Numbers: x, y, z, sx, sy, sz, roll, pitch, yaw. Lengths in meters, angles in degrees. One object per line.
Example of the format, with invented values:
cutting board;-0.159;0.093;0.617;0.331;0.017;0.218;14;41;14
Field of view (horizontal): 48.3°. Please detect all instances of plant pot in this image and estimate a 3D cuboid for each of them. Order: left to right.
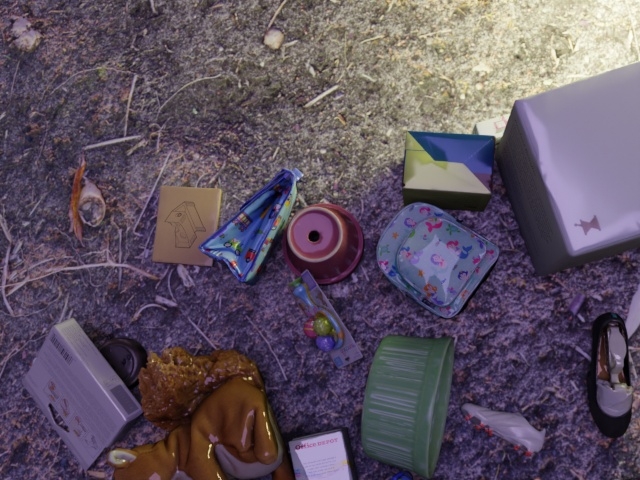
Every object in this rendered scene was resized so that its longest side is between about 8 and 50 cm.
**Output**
plant pot;0.000;0.000;1.693;0.201;0.180;0.201;-1;81;7

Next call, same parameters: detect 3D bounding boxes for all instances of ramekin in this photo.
ramekin;0.192;0.349;1.556;0.148;0.303;0.304;8;82;17

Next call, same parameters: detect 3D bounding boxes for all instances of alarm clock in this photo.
alarm clock;-0.509;0.291;1.783;0.129;0.064;0.192;-28;75;3

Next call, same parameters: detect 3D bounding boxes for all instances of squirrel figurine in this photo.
squirrel figurine;-0.289;0.441;1.619;0.370;0.281;0.397;-19;61;-3

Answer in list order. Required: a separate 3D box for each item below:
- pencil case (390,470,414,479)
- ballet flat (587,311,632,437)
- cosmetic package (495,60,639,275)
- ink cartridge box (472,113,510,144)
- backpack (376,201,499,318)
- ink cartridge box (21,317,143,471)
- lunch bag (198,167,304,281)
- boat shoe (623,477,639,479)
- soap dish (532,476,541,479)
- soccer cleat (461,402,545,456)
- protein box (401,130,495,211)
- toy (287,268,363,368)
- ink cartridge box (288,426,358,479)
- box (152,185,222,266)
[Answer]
pencil case;0.250;0.607;1.480;0.306;0.119;0.133;34;117;26
ballet flat;0.648;0.300;1.594;0.095;0.096;0.281;-2;81;7
cosmetic package;0.593;-0.138;1.520;0.327;0.394;0.330;-17;80;5
ink cartridge box;0.434;-0.264;1.718;0.122;0.088;0.052;-14;82;6
backpack;0.257;0.038;1.654;0.253;0.191;0.225;36;89;17
ink cartridge box;-0.591;0.381;1.757;0.296;0.066;0.261;49;126;12
lunch bag;-0.133;-0.047;1.695;0.138;0.221;0.293;37;85;4
boat shoe;0.759;0.572;1.517;0.340;0.127;0.158;-20;86;5
soap dish;0.424;0.691;1.554;0.290;0.118;0.229;-36;78;2
soccer cleat;0.417;0.416;1.630;0.196;0.068;0.076;28;71;10
protein box;0.295;-0.158;1.663;0.199;0.201;0.136;5;82;9
toy;-0.008;0.195;1.674;0.056;0.137;0.237;-25;81;-30
ink cartridge box;0.013;0.527;1.633;0.128;0.127;0.176;-13;80;6
box;-0.342;-0.037;1.829;0.164;0.021;0.201;4;82;9
